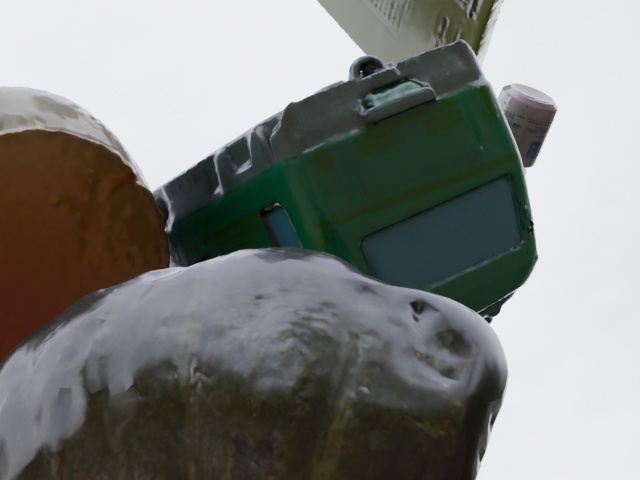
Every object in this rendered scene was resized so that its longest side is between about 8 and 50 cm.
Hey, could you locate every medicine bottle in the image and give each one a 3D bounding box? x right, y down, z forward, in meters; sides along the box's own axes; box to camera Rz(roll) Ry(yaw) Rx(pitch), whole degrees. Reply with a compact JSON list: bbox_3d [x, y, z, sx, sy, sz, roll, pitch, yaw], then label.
[{"bbox_3d":[0.166,-0.087,1.388,0.052,0.052,0.089,12,-67,-23],"label":"medicine bottle"}]

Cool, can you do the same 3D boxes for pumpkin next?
[{"bbox_3d":[-0.064,0.121,0.845,0.232,0.242,0.325,32,-62,-2],"label":"pumpkin"}]

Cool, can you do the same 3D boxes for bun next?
[{"bbox_3d":[-0.259,0.024,1.115,0.299,0.164,0.299,-22,-55,-35],"label":"bun"}]

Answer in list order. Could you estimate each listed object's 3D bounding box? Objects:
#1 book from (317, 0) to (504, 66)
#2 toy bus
[{"bbox_3d":[0.056,-0.301,1.614,0.035,0.352,0.239,-25,-28,-28],"label":"book"},{"bbox_3d":[0.000,0.000,1.176,0.183,0.199,0.343,-24,0,-29],"label":"toy bus"}]
